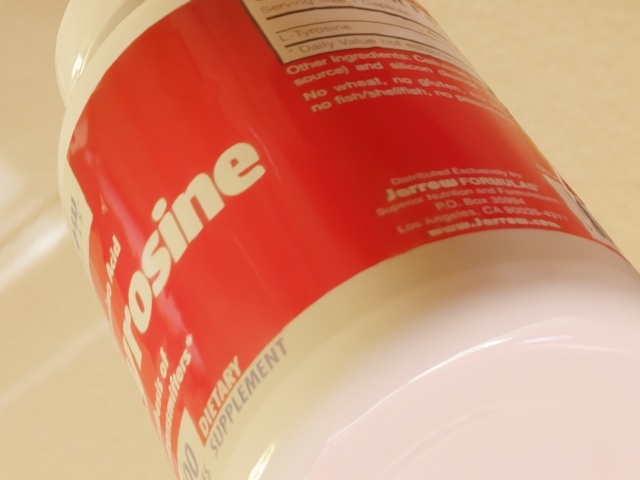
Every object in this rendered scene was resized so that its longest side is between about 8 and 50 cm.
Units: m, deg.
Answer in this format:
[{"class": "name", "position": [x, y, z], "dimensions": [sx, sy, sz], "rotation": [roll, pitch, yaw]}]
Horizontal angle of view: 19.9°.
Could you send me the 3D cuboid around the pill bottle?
[{"class": "pill bottle", "position": [0.000, 0.000, 0.914], "dimensions": [0.229, 0.229, 0.408], "rotation": [-39, -138, 7]}]
